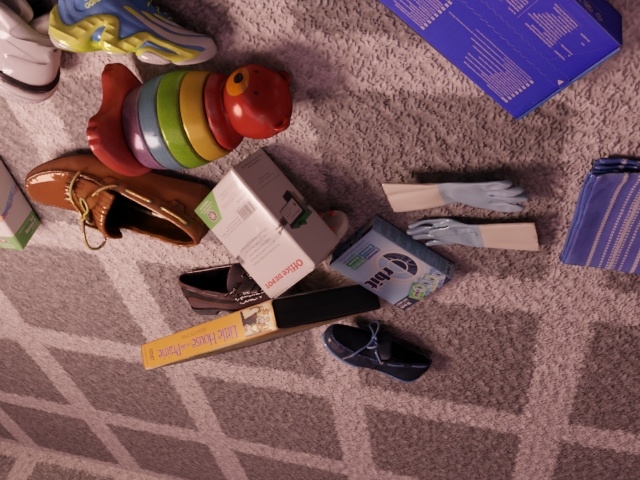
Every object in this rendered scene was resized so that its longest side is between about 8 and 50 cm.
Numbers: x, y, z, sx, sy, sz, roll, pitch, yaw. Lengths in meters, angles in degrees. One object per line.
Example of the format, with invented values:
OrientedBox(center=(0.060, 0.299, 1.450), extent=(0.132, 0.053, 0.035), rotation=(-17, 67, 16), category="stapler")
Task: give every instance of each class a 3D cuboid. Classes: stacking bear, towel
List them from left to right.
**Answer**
OrientedBox(center=(-0.183, -0.197, 1.047), extent=(0.288, 0.175, 0.164), rotation=(-7, 149, 18), category="stacking bear")
OrientedBox(center=(0.561, -0.012, 1.039), extent=(0.335, 0.040, 0.243), rotation=(10, 141, 12), category="towel")

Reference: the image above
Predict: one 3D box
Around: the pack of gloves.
OrientedBox(center=(0.243, -0.053, 1.137), extent=(0.232, 0.046, 0.195), rotation=(2, 150, 25), category="pack of gloves")

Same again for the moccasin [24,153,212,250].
OrientedBox(center=(-0.393, -0.063, 1.293), extent=(0.379, 0.147, 0.139), rotation=(16, 141, 4), category="moccasin")

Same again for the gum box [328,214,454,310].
OrientedBox(center=(0.134, 0.047, 1.286), extent=(0.184, 0.041, 0.157), rotation=(31, 140, -13), category="gum box")

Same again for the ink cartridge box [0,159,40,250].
OrientedBox(center=(-0.731, -0.086, 1.455), extent=(0.154, 0.093, 0.212), rotation=(6, 141, 16), category="ink cartridge box")

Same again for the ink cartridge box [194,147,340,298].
OrientedBox(center=(-0.096, -0.026, 1.201), extent=(0.219, 0.092, 0.160), rotation=(49, 137, -3), category="ink cartridge box")

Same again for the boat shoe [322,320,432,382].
OrientedBox(center=(0.129, 0.228, 1.476), extent=(0.258, 0.109, 0.089), rotation=(19, 137, -26), category="boat shoe")

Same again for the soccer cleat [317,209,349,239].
OrientedBox(center=(0.000, 0.000, 1.277), extent=(0.076, 0.068, 0.196), rotation=(20, 145, -32), category="soccer cleat")

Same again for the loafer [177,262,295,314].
OrientedBox(center=(-0.188, 0.093, 1.431), extent=(0.302, 0.109, 0.095), rotation=(-14, 126, 37), category="loafer")

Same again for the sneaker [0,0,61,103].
OrientedBox(center=(-0.544, -0.371, 1.008), extent=(0.365, 0.137, 0.210), rotation=(31, 140, -22), category="sneaker")

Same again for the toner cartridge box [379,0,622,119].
OrientedBox(center=(0.184, -0.311, 0.813), extent=(0.347, 0.075, 0.165), rotation=(35, 140, -18), category="toner cartridge box")

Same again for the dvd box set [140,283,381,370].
OrientedBox(center=(-0.128, 0.179, 1.391), extent=(0.420, 0.062, 0.307), rotation=(-22, 169, 41), category="dvd box set")

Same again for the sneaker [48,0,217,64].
OrientedBox(center=(-0.266, -0.327, 0.973), extent=(0.240, 0.091, 0.126), rotation=(2, 112, -15), category="sneaker")
